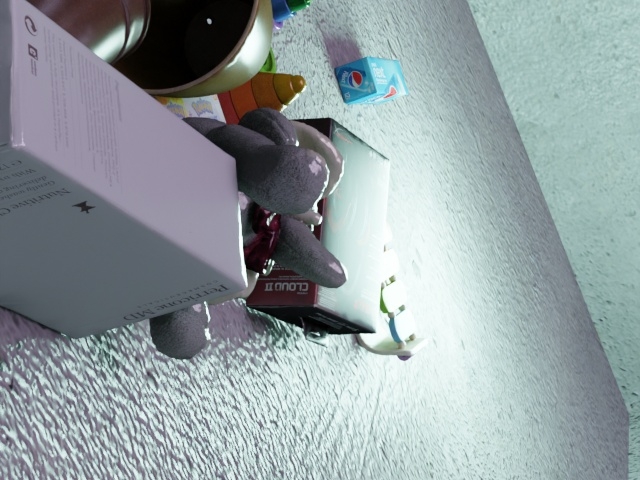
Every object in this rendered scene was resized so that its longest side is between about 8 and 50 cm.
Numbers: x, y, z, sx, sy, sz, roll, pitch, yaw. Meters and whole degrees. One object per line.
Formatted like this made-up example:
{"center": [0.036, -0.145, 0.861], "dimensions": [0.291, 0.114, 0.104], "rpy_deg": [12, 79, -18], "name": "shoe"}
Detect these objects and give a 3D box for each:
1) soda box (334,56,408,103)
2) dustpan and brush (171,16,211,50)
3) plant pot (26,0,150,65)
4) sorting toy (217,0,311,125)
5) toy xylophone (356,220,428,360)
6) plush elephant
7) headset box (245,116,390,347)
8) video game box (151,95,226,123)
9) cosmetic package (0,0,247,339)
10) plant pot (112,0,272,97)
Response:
{"center": [0.097, -0.294, 2.652], "dimensions": [0.210, 0.067, 0.071], "rpy_deg": [-15, 88, -70], "name": "soda box"}
{"center": [-0.215, -0.358, 1.906], "dimensions": [0.147, 0.060, 0.211], "rpy_deg": [-67, 144, -43], "name": "dustpan and brush"}
{"center": [-0.279, -0.216, 1.462], "dimensions": [0.167, 0.167, 0.165], "rpy_deg": [63, 29, -25], "name": "plant pot"}
{"center": [-0.064, -0.280, 2.126], "dimensions": [0.127, 0.126, 0.365], "rpy_deg": [60, 24, -31], "name": "sorting toy"}
{"center": [0.088, 0.035, 2.331], "dimensions": [0.236, 0.081, 0.323], "rpy_deg": [-46, 117, -68], "name": "toy xylophone"}
{"center": [-0.081, -0.023, 1.628], "dimensions": [0.255, 0.272, 0.330], "rpy_deg": [21, 17, -43], "name": "plush elephant"}
{"center": [0.000, 0.000, 1.998], "dimensions": [0.218, 0.110, 0.293], "rpy_deg": [29, 63, -61], "name": "headset box"}
{"center": [-0.161, -0.097, 1.832], "dimensions": [0.187, 0.048, 0.205], "rpy_deg": [69, 20, -2], "name": "video game box"}
{"center": [-0.249, -0.049, 1.311], "dimensions": [0.385, 0.217, 0.156], "rpy_deg": [36, 42, -56], "name": "cosmetic package"}
{"center": [-0.152, -0.270, 1.761], "dimensions": [0.254, 0.237, 0.237], "rpy_deg": [25, 50, -74], "name": "plant pot"}
